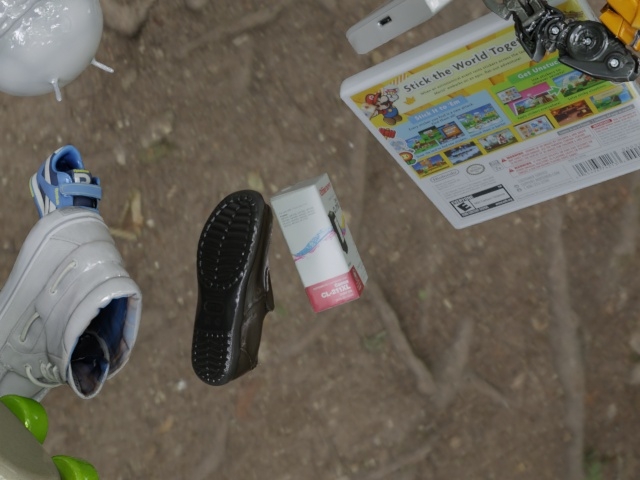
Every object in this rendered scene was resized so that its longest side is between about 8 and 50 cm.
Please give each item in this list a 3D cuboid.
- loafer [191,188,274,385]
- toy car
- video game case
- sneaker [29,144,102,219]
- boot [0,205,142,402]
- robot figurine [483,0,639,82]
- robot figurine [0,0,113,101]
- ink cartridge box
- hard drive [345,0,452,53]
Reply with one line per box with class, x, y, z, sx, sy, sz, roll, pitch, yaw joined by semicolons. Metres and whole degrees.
loafer;-0.092;0.052;1.158;0.078;0.080;0.220;8;94;-54
toy car;-0.294;0.209;0.776;0.188;0.149;0.155;-52;149;3
video game case;0.166;-0.109;0.921;0.227;0.026;0.206;-19;132;33
sneaker;-0.240;-0.034;1.000;0.053;0.144;0.059;12;128;-47
boot;-0.243;0.102;0.928;0.095;0.123;0.258;-1;131;-42
robot figurine;0.178;-0.246;0.699;0.211;0.291;0.085;-47;158;23
robot figurine;-0.449;-0.346;1.451;0.353;0.300;0.200;47;142;-2
ink cartridge box;0.000;0.000;1.494;0.072;0.127;0.175;-20;98;12
hard drive;0.216;-0.397;1.451;0.353;0.233;0.047;-39;101;-20
